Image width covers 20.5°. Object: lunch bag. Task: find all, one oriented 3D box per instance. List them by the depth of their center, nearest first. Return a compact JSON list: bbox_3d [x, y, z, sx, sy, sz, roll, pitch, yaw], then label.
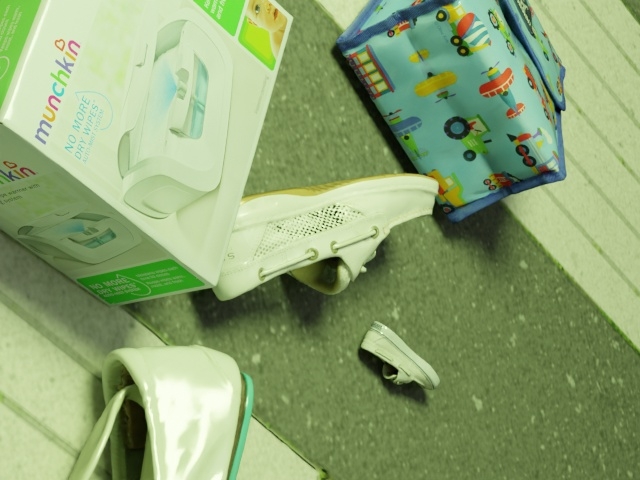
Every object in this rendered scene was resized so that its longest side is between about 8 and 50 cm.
[{"bbox_3d":[0.159,-0.198,1.781,0.221,0.138,0.293,56,31,-21],"label":"lunch bag"}]

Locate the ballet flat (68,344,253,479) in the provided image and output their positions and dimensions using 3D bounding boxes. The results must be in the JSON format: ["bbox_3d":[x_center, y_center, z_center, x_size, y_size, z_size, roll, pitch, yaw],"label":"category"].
[{"bbox_3d":[-0.138,0.256,1.286,0.139,0.139,0.400,32,52,-41],"label":"ballet flat"}]

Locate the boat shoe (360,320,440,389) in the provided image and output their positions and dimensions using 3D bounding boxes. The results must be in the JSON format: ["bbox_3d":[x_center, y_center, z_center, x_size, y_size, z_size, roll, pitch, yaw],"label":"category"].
[{"bbox_3d":[0.072,0.115,1.637,0.035,0.035,0.100,-54,129,-11],"label":"boat shoe"}]

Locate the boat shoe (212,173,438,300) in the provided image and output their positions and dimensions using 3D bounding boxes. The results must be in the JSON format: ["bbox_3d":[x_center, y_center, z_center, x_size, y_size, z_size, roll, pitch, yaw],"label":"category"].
[{"bbox_3d":[0.000,0.000,1.537,0.277,0.098,0.096,-12,89,-42],"label":"boat shoe"}]

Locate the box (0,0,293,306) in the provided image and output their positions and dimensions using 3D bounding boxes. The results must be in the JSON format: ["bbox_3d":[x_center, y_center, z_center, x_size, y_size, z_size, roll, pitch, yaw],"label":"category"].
[{"bbox_3d":[-0.164,-0.121,1.350,0.231,0.126,0.262,41,51,-38],"label":"box"}]
